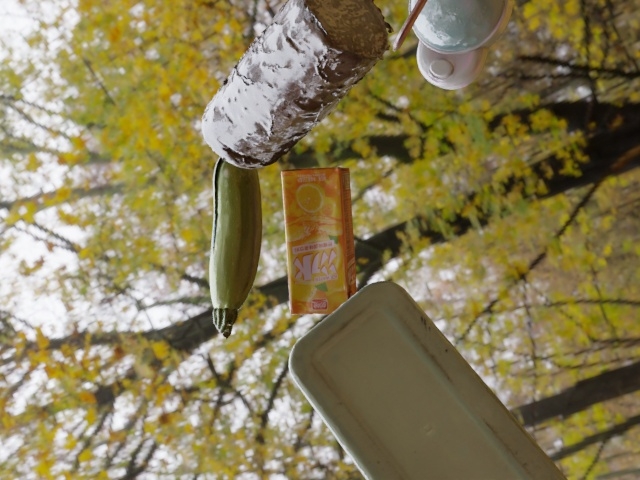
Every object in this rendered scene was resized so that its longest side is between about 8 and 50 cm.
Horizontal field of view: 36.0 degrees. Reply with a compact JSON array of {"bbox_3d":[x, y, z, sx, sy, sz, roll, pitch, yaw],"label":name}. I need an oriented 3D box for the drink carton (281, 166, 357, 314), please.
[{"bbox_3d":[0.000,0.000,1.505,0.071,0.096,0.222,-19,-73,-74],"label":"drink carton"}]

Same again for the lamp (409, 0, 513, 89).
[{"bbox_3d":[0.229,-0.381,1.674,0.108,0.179,0.246,-6,-70,-56],"label":"lamp"}]

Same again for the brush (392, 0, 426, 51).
[{"bbox_3d":[0.140,-0.320,1.135,0.047,0.233,0.103,32,176,-1],"label":"brush"}]

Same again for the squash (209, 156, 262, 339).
[{"bbox_3d":[-0.147,0.007,1.718,0.094,0.094,0.341,-22,-62,-61],"label":"squash"}]

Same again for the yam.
[{"bbox_3d":[-0.032,-0.186,1.137,0.131,0.280,0.131,15,-122,-25],"label":"yam"}]

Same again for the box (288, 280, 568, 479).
[{"bbox_3d":[0.148,0.245,1.120,0.352,0.177,0.344,51,178,25],"label":"box"}]
